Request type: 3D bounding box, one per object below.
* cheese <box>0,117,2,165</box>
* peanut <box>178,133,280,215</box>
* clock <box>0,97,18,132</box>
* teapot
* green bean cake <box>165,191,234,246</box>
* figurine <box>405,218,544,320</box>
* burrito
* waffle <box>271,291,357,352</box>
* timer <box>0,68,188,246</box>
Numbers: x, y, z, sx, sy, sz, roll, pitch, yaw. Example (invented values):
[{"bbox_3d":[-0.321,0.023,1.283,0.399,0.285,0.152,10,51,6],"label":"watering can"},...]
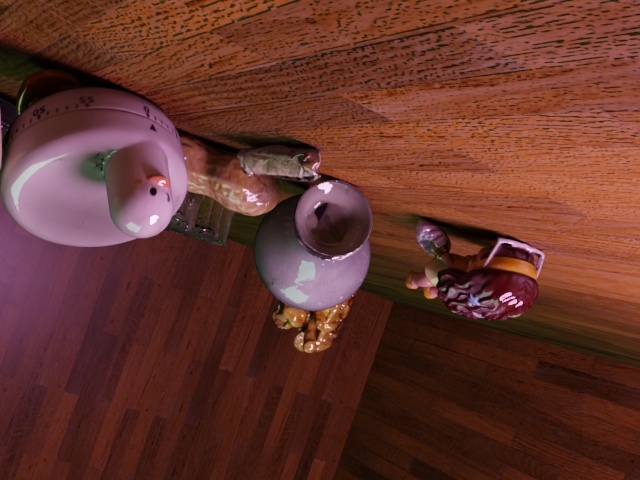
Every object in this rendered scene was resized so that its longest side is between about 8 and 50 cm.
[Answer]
[{"bbox_3d":[-0.473,-0.148,1.116,0.127,0.233,0.266,-4,-171,-31],"label":"cheese"},{"bbox_3d":[-0.148,-0.095,1.305,0.192,0.089,0.089,19,175,-1],"label":"peanut"},{"bbox_3d":[-0.537,-0.207,1.650,0.184,0.040,0.184,29,173,4],"label":"clock"},{"bbox_3d":[0.000,0.000,1.341,0.183,0.184,0.251,20,164,-5],"label":"teapot"},{"bbox_3d":[-0.314,-0.082,1.822,0.255,0.132,0.241,15,174,28],"label":"green bean cake"},{"bbox_3d":[0.212,0.051,1.306,0.174,0.116,0.240,22,175,-26],"label":"figurine"},{"bbox_3d":[-0.049,-0.098,1.142,0.185,0.041,0.045,14,131,56],"label":"burrito"},{"bbox_3d":[-0.003,0.109,1.973,0.151,0.261,0.324,27,172,-3],"label":"waffle"},{"bbox_3d":[-0.277,-0.071,1.148,0.233,0.240,0.233,-11,147,-7],"label":"timer"}]
